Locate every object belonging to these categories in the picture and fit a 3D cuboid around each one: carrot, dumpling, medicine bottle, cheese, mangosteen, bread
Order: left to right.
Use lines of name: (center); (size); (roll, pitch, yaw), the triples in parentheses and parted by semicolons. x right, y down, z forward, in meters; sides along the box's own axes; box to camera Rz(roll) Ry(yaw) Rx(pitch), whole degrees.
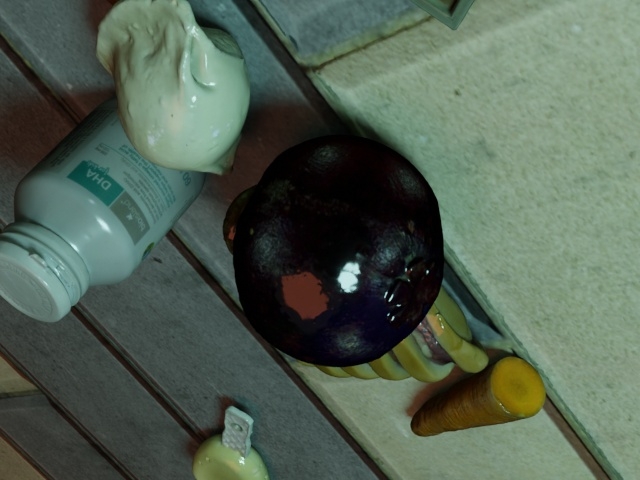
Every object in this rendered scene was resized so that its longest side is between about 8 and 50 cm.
medicine bottle: (-0.217, -0.028, 0.969); (0.135, 0.215, 0.135); (23, 143, 18)
dumpling: (-0.132, -0.134, 0.868); (0.155, 0.111, 0.181); (22, 121, 25)
cheese: (-0.122, 0.299, 1.424); (0.127, 0.050, 0.255); (28, 143, 14)
mangosteen: (0.000, 0.000, 0.860); (0.230, 0.194, 0.194); (30, 151, 46)
bread: (0.047, 0.083, 0.992); (0.225, 0.081, 0.134); (-3, 128, 44)
carrot: (0.145, 0.172, 1.042); (0.061, 0.061, 0.210); (40, 149, -6)

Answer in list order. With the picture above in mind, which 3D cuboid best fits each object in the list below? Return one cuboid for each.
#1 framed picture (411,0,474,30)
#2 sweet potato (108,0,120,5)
framed picture: (0.060, -0.263, 0.630); (0.184, 0.016, 0.250); (34, 145, 4)
sweet potato: (-0.189, -0.237, 0.858); (0.179, 0.044, 0.044); (38, 146, -5)
